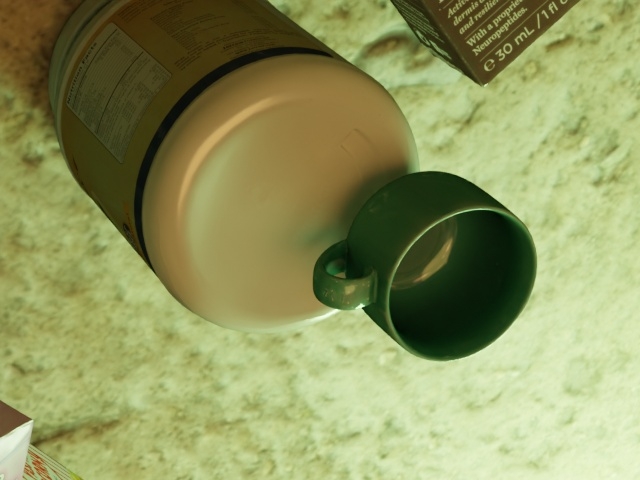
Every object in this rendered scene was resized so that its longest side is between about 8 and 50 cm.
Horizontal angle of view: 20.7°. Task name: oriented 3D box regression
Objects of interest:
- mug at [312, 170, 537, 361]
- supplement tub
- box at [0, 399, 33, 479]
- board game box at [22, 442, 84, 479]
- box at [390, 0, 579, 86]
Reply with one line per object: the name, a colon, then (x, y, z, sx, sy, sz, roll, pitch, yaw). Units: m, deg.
mug: (0.073, 0.008, 1.305, 0.158, 0.097, 0.129, 29, 99, -36)
supplement tub: (-0.084, -0.086, 1.431, 0.228, 0.316, 0.228, -12, 119, -22)
box: (-0.377, 0.218, 1.471, 0.117, 0.213, 0.243, -31, 142, -54)
board game box: (-0.257, 0.244, 1.614, 0.045, 0.147, 0.193, -47, 126, 2)
box: (0.092, -0.338, 1.505, 0.191, 0.143, 0.381, -42, 123, -2)
